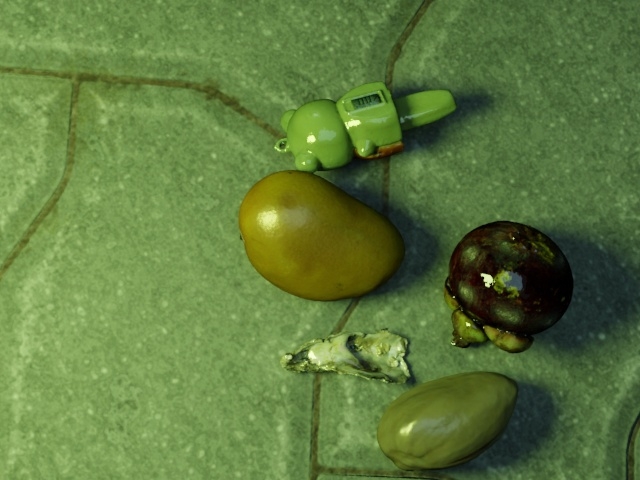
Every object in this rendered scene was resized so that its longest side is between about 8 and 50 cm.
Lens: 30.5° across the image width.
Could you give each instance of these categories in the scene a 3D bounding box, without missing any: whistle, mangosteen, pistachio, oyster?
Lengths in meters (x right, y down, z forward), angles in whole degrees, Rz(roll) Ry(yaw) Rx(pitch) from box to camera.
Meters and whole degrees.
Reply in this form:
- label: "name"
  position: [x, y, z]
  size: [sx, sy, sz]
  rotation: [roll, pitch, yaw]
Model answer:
- label: "whistle"
  position: [0.068, -0.178, 1.806]
  size: [0.289, 0.106, 0.131]
  rotation: [-15, 49, -6]
- label: "mangosteen"
  position: [0.271, 0.081, 1.764]
  size: [0.192, 0.192, 0.217]
  rotation: [24, 117, -2]
- label: "pistachio"
  position: [0.191, 0.266, 1.740]
  size: [0.226, 0.136, 0.135]
  rotation: [-22, 83, -16]
- label: "oyster"
  position: [0.044, 0.174, 1.782]
  size: [0.200, 0.061, 0.106]
  rotation: [19, 61, -5]

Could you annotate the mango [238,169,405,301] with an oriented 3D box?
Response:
- label: "mango"
  position: [-0.006, 0.004, 1.751]
  size: [0.254, 0.139, 0.175]
  rotation: [32, 107, -10]
